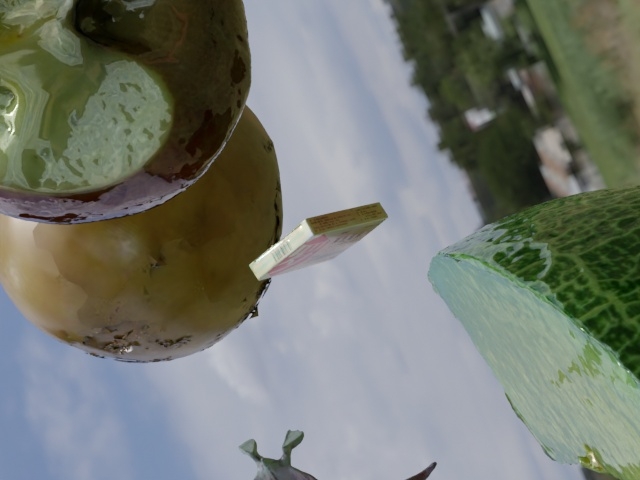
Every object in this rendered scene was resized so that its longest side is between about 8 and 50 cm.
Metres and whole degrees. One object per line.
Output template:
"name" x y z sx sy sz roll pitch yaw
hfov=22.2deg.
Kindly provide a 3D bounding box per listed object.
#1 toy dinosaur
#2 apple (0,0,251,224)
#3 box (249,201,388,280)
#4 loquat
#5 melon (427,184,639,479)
"toy dinosaur" -0.022 0.187 1.151 0.032 0.220 0.108 -82 -30 -58
"apple" -0.126 -0.105 0.816 0.160 0.173 0.195 -31 -80 -63
"box" 0.000 0.000 1.093 0.093 0.058 0.015 -15 -110 -55
"loquat" -0.139 -0.019 1.234 0.235 0.235 0.235 -24 -90 -81
"melon" 0.228 0.069 0.907 0.343 0.331 0.226 129 158 -80
